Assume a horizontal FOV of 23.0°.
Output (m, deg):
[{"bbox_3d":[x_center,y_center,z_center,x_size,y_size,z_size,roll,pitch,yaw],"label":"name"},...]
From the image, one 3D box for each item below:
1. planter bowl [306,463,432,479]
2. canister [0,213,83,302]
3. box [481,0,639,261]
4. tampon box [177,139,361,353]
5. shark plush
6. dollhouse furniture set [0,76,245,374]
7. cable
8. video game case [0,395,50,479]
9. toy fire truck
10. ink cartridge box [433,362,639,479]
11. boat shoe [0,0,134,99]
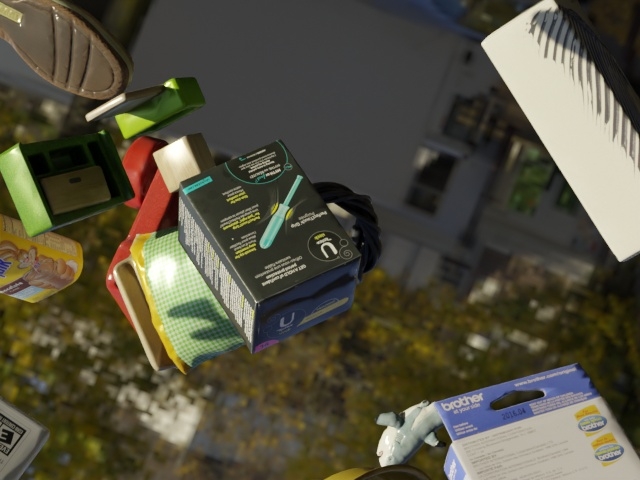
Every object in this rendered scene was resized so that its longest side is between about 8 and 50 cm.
[{"bbox_3d":[-0.012,0.246,1.155,0.090,0.217,0.217,25,-177,36],"label":"planter bowl"},{"bbox_3d":[-0.415,0.021,2.085,0.126,0.073,0.170,-27,149,32],"label":"canister"},{"bbox_3d":[0.286,-0.124,1.649,0.275,0.094,0.113,56,-157,-4],"label":"box"},{"bbox_3d":[-0.054,0.006,1.563,0.161,0.120,0.101,56,158,27],"label":"tampon box"},{"bbox_3d":[0.149,0.253,2.106,0.161,0.067,0.073,-20,154,2],"label":"shark plush"},{"bbox_3d":[-0.181,-0.001,1.705,0.198,0.301,0.151,-25,178,32],"label":"dollhouse furniture set"},{"bbox_3d":[0.000,0.000,1.905,0.150,0.184,0.047,43,-141,-14],"label":"cable"},{"bbox_3d":[-0.517,0.237,1.732,0.329,0.300,0.036,34,149,0],"label":"video game case"},{"bbox_3d":[-0.195,0.022,2.131,0.169,0.253,0.302,16,156,16],"label":"toy fire truck"},{"bbox_3d":[0.253,0.278,1.596,0.186,0.065,0.311,-14,-125,-18],"label":"ink cartridge box"},{"bbox_3d":[-0.229,-0.187,1.325,0.190,0.068,0.072,34,-154,7],"label":"boat shoe"}]
